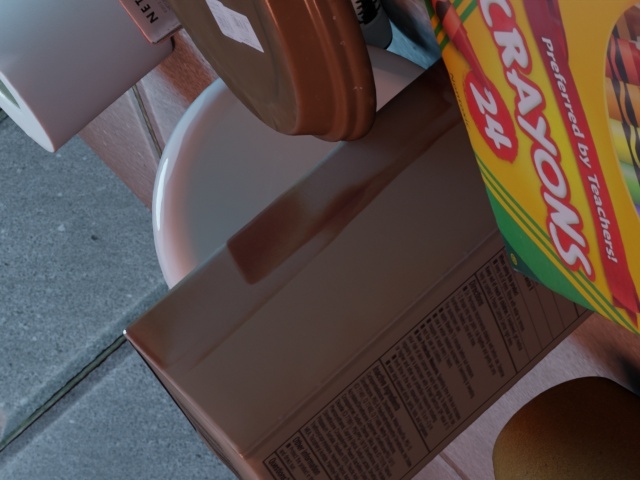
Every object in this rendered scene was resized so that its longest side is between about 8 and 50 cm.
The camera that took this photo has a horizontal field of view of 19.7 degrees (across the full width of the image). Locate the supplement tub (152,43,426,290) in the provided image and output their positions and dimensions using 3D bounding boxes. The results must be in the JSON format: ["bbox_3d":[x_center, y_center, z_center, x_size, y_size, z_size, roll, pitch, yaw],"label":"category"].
[{"bbox_3d":[0.000,0.000,1.350,0.235,0.235,0.325,48,173,5],"label":"supplement tub"}]

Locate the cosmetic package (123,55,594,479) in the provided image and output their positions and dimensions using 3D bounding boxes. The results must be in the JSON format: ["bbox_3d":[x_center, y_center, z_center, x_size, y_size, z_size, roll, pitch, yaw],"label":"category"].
[{"bbox_3d":[0.051,0.026,1.088,0.129,0.296,0.153,42,167,36],"label":"cosmetic package"}]

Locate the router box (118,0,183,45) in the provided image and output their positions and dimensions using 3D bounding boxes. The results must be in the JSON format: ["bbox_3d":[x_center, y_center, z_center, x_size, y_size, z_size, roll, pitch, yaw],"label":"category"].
[{"bbox_3d":[-0.200,-0.321,1.275,0.335,0.082,0.301,53,-179,-24],"label":"router box"}]

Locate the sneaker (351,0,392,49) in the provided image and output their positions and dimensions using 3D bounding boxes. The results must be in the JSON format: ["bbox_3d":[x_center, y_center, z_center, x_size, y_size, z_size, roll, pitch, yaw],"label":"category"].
[{"bbox_3d":[0.021,-0.163,1.234,0.044,0.040,0.109,22,158,47],"label":"sneaker"}]

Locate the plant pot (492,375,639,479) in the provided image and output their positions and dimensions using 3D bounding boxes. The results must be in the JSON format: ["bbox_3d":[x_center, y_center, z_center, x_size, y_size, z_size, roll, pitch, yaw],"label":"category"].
[{"bbox_3d":[0.236,0.229,1.363,0.254,0.237,0.237,59,178,39],"label":"plant pot"}]

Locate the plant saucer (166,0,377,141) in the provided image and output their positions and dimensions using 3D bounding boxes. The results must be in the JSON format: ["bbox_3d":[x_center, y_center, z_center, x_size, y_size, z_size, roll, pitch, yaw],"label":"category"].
[{"bbox_3d":[-0.060,-0.168,1.022,0.278,0.041,0.278,54,167,18],"label":"plant saucer"}]

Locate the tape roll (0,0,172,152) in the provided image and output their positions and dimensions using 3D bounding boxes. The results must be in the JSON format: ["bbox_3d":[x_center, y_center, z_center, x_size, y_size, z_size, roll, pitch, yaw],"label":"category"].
[{"bbox_3d":[-0.295,-0.237,1.919,0.246,0.169,0.246,46,170,10],"label":"tape roll"}]

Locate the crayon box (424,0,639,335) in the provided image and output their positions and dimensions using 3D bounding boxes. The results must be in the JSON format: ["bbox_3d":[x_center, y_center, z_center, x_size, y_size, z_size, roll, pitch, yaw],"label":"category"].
[{"bbox_3d":[0.156,-0.052,0.796,0.318,0.081,0.202,30,143,65],"label":"crayon box"}]
